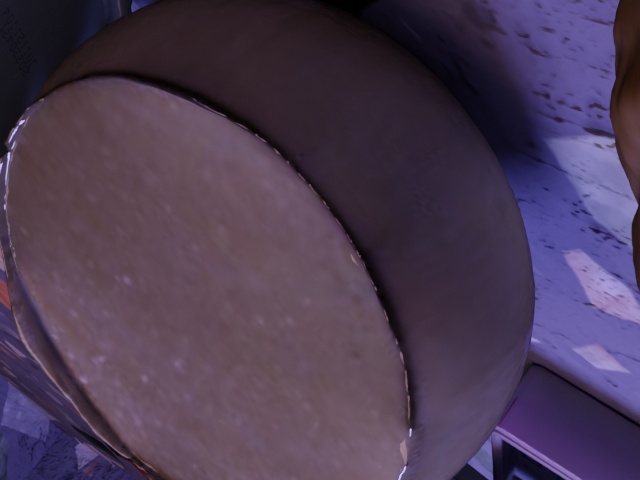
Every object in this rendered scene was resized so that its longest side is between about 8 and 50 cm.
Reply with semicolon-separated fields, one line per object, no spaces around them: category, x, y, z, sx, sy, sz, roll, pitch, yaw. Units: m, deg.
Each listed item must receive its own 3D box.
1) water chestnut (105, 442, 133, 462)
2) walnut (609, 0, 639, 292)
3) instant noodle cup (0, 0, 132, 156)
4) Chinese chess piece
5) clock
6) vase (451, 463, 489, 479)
water chestnut;-0.120;0.095;1.347;0.238;0.223;0.223;-1;140;49
walnut;0.181;-0.046;0.375;0.225;0.225;0.261;33;164;13
instant noodle cup;-0.247;-0.144;0.984;0.182;0.230;0.230;16;155;30
Chinese chess piece;-0.038;0.018;0.892;0.338;0.140;0.338;21;130;28
clock;0.212;0.191;1.182;0.150;0.063;0.197;32;162;20
vase;0.119;0.256;1.196;0.360;0.165;0.165;27;161;19
